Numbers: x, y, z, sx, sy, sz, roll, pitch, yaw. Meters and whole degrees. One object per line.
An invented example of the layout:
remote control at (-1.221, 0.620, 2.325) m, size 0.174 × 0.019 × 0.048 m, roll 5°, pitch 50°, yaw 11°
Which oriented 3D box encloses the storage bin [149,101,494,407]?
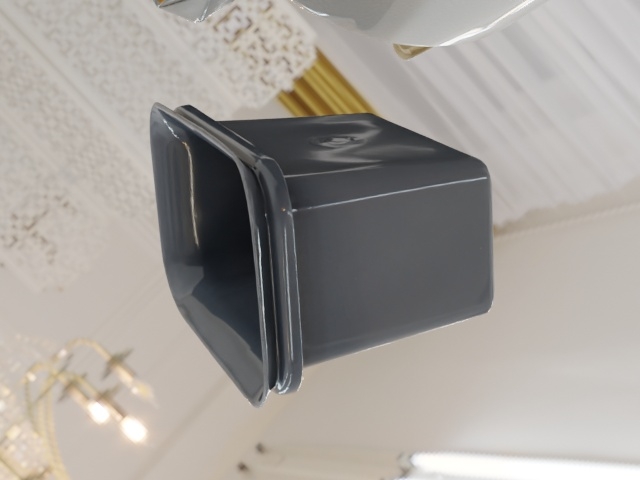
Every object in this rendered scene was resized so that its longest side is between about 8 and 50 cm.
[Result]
storage bin at (0.000, 0.000, 0.444) m, size 0.091 × 0.098 × 0.135 m, roll -9°, pitch -162°, yaw -18°

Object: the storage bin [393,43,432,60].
storage bin at (0.128, -0.385, 1.445) m, size 0.260 × 0.262 × 0.123 m, roll -27°, pitch -142°, yaw 16°

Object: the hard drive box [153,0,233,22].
hard drive box at (-0.096, -0.319, 0.960) m, size 0.181 × 0.232 × 0.089 m, roll -32°, pitch 173°, yaw 14°

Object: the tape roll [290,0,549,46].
tape roll at (0.060, -0.214, 0.444) m, size 0.169 × 0.246 × 0.246 m, roll -27°, pitch -160°, yaw 52°
